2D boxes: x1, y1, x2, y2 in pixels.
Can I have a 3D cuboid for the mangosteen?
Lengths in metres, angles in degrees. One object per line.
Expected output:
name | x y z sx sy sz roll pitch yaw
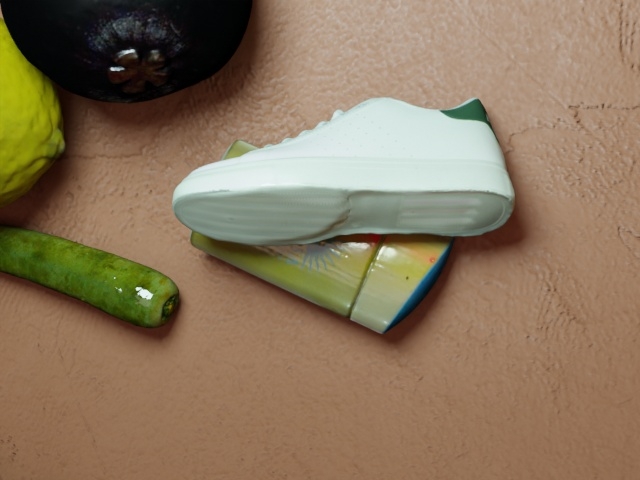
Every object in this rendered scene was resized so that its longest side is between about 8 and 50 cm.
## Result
mangosteen | -0.212 -0.304 1.078 0.275 0.275 0.302 -18 61 15

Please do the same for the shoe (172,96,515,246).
shoe | 0.022 -0.090 1.077 0.363 0.132 0.160 -2 59 1

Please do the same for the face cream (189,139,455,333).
face cream | 0.000 0.000 1.149 0.285 0.067 0.139 24 94 8

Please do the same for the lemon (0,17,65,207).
lemon | -0.432 -0.154 1.133 0.267 0.267 0.267 2 99 13

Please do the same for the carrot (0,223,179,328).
carrot | -0.344 0.026 1.236 0.358 0.074 0.074 18 102 13
